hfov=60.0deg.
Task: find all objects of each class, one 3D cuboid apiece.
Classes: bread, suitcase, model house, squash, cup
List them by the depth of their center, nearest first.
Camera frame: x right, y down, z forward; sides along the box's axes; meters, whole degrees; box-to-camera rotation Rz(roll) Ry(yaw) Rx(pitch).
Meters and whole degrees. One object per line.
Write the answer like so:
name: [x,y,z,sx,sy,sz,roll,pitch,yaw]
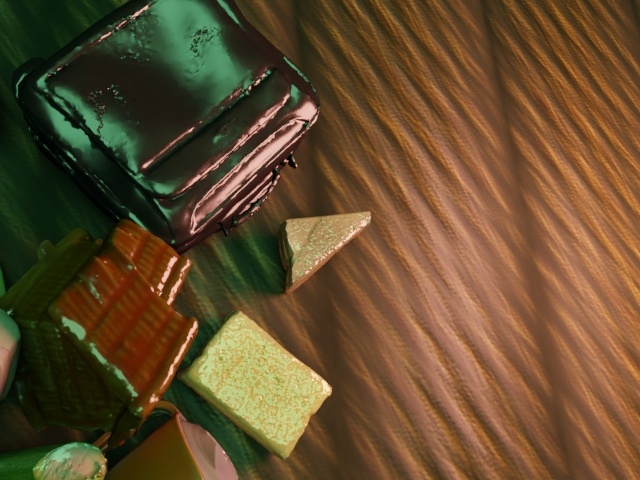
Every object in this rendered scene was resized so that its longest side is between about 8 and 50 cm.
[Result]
squash: [-0.350,0.275,0.638,0.239,0.069,0.069,-12,77,15]
model house: [-0.244,0.109,0.666,0.229,0.219,0.199,5,34,23]
cup: [-0.230,0.330,0.672,0.264,0.182,0.226,-30,52,-15]
bread: [-0.090,0.200,0.786,0.188,0.068,0.125,39,68,-3]
suitcase: [-0.202,-0.174,0.806,0.339,0.188,0.345,46,66,-7]
bread: [0.011,0.018,0.859,0.152,0.077,0.105,-7,74,-15]

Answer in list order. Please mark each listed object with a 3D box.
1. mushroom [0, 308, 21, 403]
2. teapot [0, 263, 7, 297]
mushroom: [-0.427,0.195,0.569,0.122,0.159,0.328,42,108,-7]
teapot: [-0.547,0.038,0.610,0.322,0.239,0.239,-7,64,-13]
